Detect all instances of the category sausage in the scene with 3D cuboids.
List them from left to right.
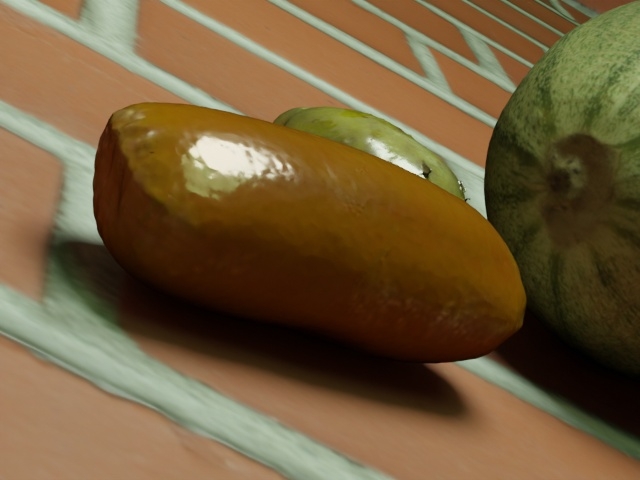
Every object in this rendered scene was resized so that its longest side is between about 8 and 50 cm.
[{"bbox_3d":[0.000,0.000,0.799,0.238,0.098,0.098,16,22,-39],"label":"sausage"}]

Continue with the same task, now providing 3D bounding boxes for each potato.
[{"bbox_3d":[0.026,-0.032,0.974,0.092,0.070,0.138,14,23,-49],"label":"potato"}]

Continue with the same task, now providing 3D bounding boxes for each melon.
[{"bbox_3d":[0.232,-0.028,1.042,0.248,0.248,0.329,41,22,30],"label":"melon"}]
